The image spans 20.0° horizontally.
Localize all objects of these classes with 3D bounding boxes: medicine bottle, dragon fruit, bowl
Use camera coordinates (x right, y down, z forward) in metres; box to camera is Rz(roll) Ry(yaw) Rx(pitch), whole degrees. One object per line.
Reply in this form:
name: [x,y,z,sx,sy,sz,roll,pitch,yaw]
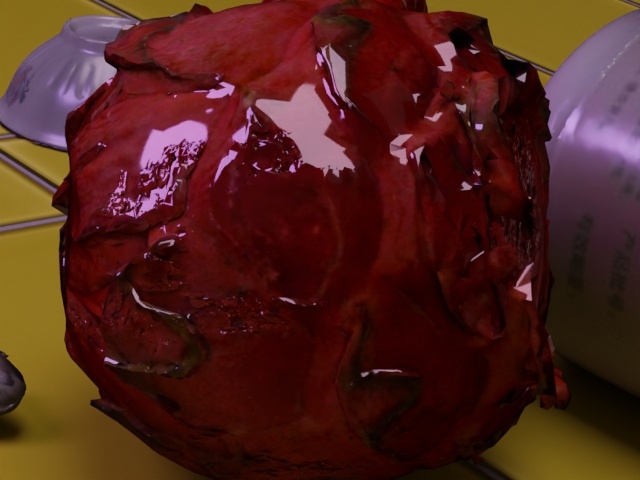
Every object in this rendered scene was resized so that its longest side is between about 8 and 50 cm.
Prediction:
medicine bottle: [0.301,0.008,1.139,0.256,0.256,0.325,-14,30,-43]
dragon fruit: [0.000,0.000,1.012,0.301,0.296,0.295,3,23,-7]
bowl: [-0.184,-0.142,1.560,0.189,0.086,0.189,6,22,-3]

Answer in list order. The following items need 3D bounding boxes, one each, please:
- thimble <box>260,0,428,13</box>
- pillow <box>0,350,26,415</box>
thimble: [0.013,-0.144,1.530,0.125,0.163,0.189,13,23,16]
pillow: [-0.287,0.061,1.078,0.241,0.051,0.093,7,22,3]
